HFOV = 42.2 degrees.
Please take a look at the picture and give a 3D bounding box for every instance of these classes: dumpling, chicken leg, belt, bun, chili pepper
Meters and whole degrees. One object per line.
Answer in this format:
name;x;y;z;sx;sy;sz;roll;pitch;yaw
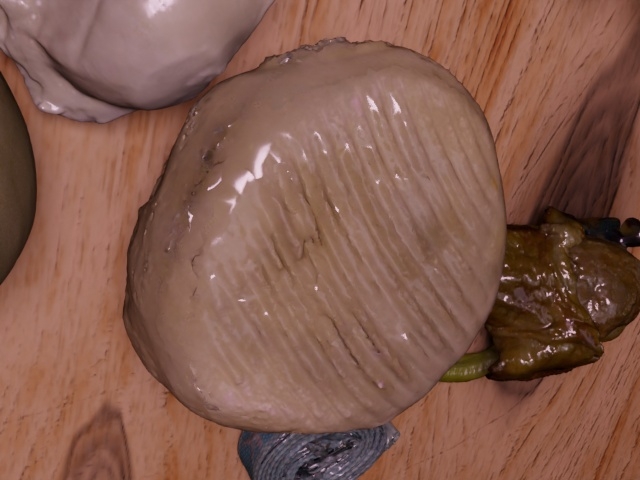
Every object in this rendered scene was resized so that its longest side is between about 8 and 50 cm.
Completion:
dumpling;-0.142;-0.199;0.638;0.258;0.147;0.193;-30;137;9
chicken leg;0.206;0.064;0.959;0.361;0.140;0.211;0;91;-16
belt;-0.007;0.235;0.960;0.163;0.082;0.147;-43;129;-1
bun;0.000;0.000;0.744;0.326;0.234;0.361;31;91;-19
chili pepper;0.170;0.154;1.034;0.208;0.043;0.048;-6;128;-24

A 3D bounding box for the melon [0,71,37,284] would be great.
melon;-0.334;-0.067;0.550;0.272;0.271;0.308;-33;153;-9
